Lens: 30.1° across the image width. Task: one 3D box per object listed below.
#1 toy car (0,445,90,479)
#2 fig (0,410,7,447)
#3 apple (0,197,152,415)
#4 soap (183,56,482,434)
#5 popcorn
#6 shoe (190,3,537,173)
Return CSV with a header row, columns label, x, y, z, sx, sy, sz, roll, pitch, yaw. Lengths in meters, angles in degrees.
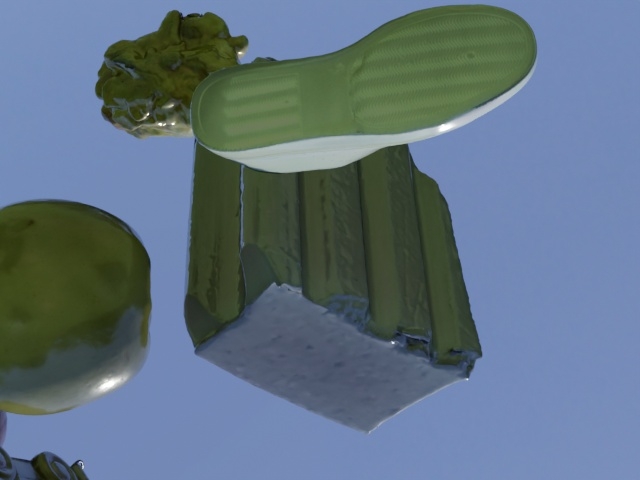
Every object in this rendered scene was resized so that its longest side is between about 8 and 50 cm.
label,x,y,z,sx,sy,sz,roll,pitch,yaw
toy car,-0.449,0.437,1.670,0.242,0.336,0.226,-43,-120,4
fig,-0.600,0.277,1.837,0.235,0.235,0.214,-17,-147,5
apple,-0.318,0.081,1.417,0.262,0.262,0.262,-14,-146,10
soap,0.000,0.000,1.635,0.213,0.350,0.435,-45,-145,36
popcorn,-0.252,-0.281,2.094,0.286,0.215,0.252,5,-135,21
shoe,0.055,-0.143,1.264,0.363,0.160,0.132,-11,-104,13
